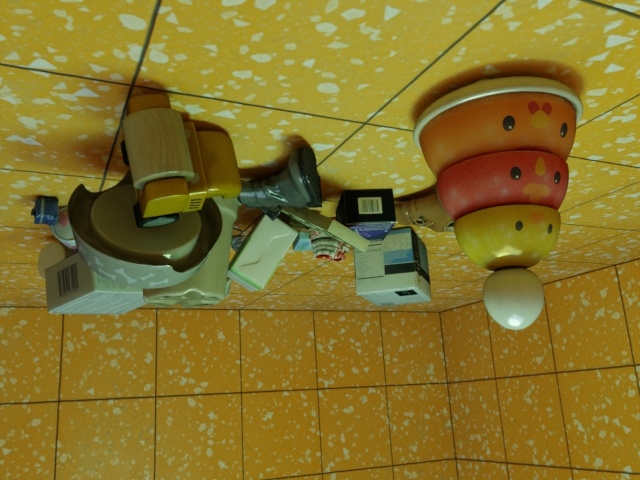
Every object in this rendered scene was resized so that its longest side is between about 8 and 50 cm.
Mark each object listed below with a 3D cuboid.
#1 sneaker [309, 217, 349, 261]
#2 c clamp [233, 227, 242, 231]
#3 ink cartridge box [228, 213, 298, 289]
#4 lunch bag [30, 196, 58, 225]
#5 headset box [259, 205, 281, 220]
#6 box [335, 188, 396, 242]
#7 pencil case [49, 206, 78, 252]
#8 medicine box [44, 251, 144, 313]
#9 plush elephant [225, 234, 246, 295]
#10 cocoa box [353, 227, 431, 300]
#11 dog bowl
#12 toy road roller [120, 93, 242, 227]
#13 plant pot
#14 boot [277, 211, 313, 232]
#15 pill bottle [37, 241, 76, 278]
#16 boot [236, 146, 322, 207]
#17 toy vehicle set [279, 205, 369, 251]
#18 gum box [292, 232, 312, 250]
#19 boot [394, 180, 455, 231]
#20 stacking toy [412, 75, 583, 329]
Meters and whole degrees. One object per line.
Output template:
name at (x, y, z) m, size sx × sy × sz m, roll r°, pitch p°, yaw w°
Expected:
sneaker at (0.098, -0.007, 2.001) m, size 0.270 × 0.145 × 0.090 m, roll -6°, pitch 165°, yaw 8°
c clamp at (-0.328, -0.015, 1.938) m, size 0.137 × 0.160 × 0.022 m, roll 20°, pitch 124°, yaw -8°
ink cartridge box at (-0.201, 0.047, 1.925) m, size 0.119 × 0.207 × 0.353 m, roll 33°, pitch 167°, yaw -8°
lunch bag at (-0.771, -0.081, 1.687) m, size 0.065 × 0.067 × 0.098 m, roll 5°, pitch 164°, yaw -28°
headset box at (-0.153, -0.102, 1.741) m, size 0.032 × 0.083 × 0.062 m, roll -44°, pitch 175°, yaw -18°
box at (0.134, -0.072, 1.844) m, size 0.153 × 0.108 × 0.207 m, roll -3°, pitch 164°, yaw -5°
pencil case at (-0.722, -0.014, 1.856) m, size 0.124 × 0.113 × 0.273 m, roll 4°, pitch 164°, yaw 0°
medicine box at (-0.670, 0.132, 1.922) m, size 0.263 × 0.149 × 0.289 m, roll -22°, pitch 162°, yaw 33°
plush elephant at (-0.414, 0.112, 2.114) m, size 0.330 × 0.255 × 0.272 m, roll -1°, pitch 164°, yaw -11°
cocoa box at (0.279, 0.109, 2.308) m, size 0.231 × 0.228 × 0.347 m, roll -8°, pitch 164°, yaw 18°
dog bowl at (-0.411, -0.029, 1.427) m, size 0.349 × 0.348 × 0.102 m, roll 3°, pitch 133°, yaw -23°
toy road roller at (-0.282, -0.163, 1.272) m, size 0.241 × 0.202 × 0.329 m, roll -11°, pitch 173°, yaw -19°
plant pot at (-0.386, 0.025, 1.712) m, size 0.334 × 0.305 × 0.334 m, roll -3°, pitch 165°, yaw -1°
boot at (-0.104, -0.056, 1.929) m, size 0.197 × 0.073 × 0.152 m, roll 16°, pitch 162°, yaw -38°
pill bottle at (-0.818, 0.099, 2.131) m, size 0.176 × 0.176 × 0.318 m, roll -11°, pitch 163°, yaw 24°
boot at (-0.115, -0.137, 1.532) m, size 0.223 × 0.118 × 0.338 m, roll -3°, pitch 166°, yaw 3°
toy vehicle set at (-0.001, -0.049, 1.729) m, size 0.166 × 0.035 × 0.267 m, roll 29°, pitch 177°, yaw -42°
gum box at (0.000, 0.000, 2.203) m, size 0.184 × 0.041 × 0.157 m, roll -1°, pitch 164°, yaw -12°
boot at (0.315, -0.109, 1.802) m, size 0.220 × 0.109 × 0.283 m, roll 6°, pitch 163°, yaw 26°
stacking toy at (0.386, -0.058, 1.245) m, size 0.351 × 0.479 × 0.350 m, roll -4°, pitch 165°, yaw -1°
